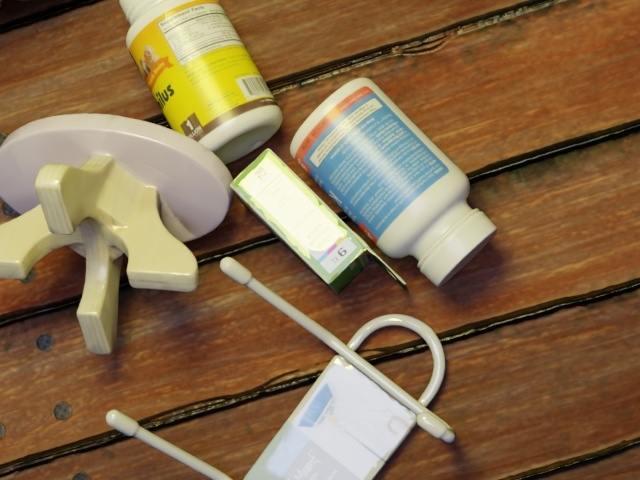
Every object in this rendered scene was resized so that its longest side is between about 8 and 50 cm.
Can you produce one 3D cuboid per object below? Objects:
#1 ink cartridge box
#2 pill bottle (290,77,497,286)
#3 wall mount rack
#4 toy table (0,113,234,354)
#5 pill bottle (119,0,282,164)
[{"bbox_3d":[0.000,0.000,1.287,0.209,0.109,0.062,44,87,10],"label":"ink cartridge box"},{"bbox_3d":[0.082,-0.059,1.275,0.124,0.124,0.221,-44,79,2],"label":"pill bottle"},{"bbox_3d":[-0.036,0.196,1.264,0.304,0.130,0.350,37,90,10],"label":"wall mount rack"},{"bbox_3d":[-0.243,-0.017,1.264,0.274,0.252,0.160,-5,42,18],"label":"toy table"},{"bbox_3d":[-0.140,-0.197,1.324,0.117,0.117,0.215,-30,81,4],"label":"pill bottle"}]
